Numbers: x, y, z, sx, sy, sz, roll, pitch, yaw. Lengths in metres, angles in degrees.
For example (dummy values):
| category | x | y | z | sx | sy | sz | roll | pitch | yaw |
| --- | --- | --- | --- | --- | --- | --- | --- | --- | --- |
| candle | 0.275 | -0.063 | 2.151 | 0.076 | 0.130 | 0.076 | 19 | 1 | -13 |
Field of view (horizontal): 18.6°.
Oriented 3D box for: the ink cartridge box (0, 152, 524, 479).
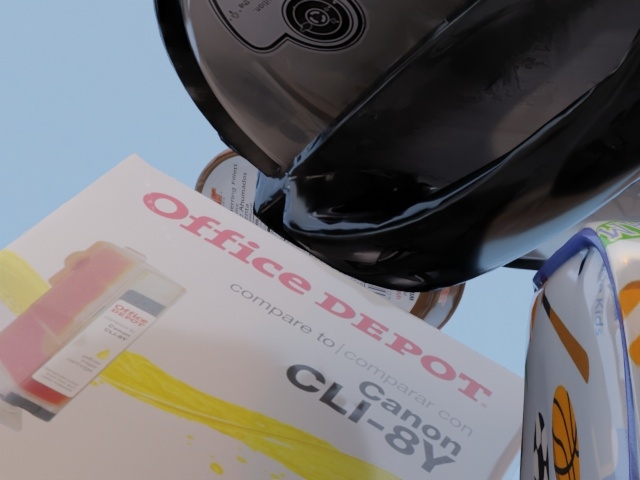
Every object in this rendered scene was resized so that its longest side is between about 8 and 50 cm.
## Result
| category | x | y | z | sx | sy | sz | roll | pitch | yaw |
| --- | --- | --- | --- | --- | --- | --- | --- | --- | --- |
| ink cartridge box | -0.090 | 0.145 | 0.946 | 0.279 | 0.384 | 0.160 | 30 | -58 | 10 |

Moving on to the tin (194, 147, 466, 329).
| category | x | y | z | sx | sy | sz | roll | pitch | yaw |
| --- | --- | --- | --- | --- | --- | --- | --- | --- | --- |
| tin | 0.000 | 0.000 | 1.152 | 0.189 | 0.040 | 0.106 | 15 | -78 | 36 |

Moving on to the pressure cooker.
| category | x | y | z | sx | sy | sz | roll | pitch | yaw |
| --- | --- | --- | --- | --- | --- | --- | --- | --- | --- |
| pressure cooker | 0.116 | -0.185 | 0.862 | 0.375 | 0.420 | 0.370 | 1 | -36 | 11 |

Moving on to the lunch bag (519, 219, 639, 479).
| category | x | y | z | sx | sy | sz | roll | pitch | yaw |
| --- | --- | --- | --- | --- | --- | --- | --- | --- | --- |
| lunch bag | 0.130 | 0.143 | 0.634 | 0.114 | 0.243 | 0.303 | -3 | -97 | -2 |
